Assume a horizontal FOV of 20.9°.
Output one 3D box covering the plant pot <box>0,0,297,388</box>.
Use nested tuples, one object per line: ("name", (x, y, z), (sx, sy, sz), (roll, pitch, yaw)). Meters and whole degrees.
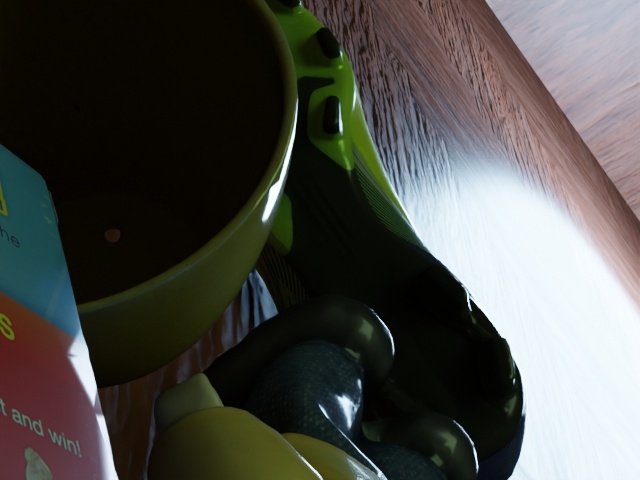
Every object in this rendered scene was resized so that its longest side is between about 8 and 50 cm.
("plant pot", (-0.070, -0.011, 0.500), (0.095, 0.134, 0.134), (84, -15, -57))

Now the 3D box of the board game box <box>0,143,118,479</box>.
("board game box", (-0.135, 0.046, 0.211), (0.308, 0.086, 0.302), (42, 21, -46))

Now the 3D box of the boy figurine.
("boy figurine", (0.007, 0.125, 0.504), (0.177, 0.092, 0.285), (53, 16, -18))

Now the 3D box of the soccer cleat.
("soccer cleat", (-0.001, 0.001, 0.800), (0.289, 0.093, 0.121), (60, -16, 27))
